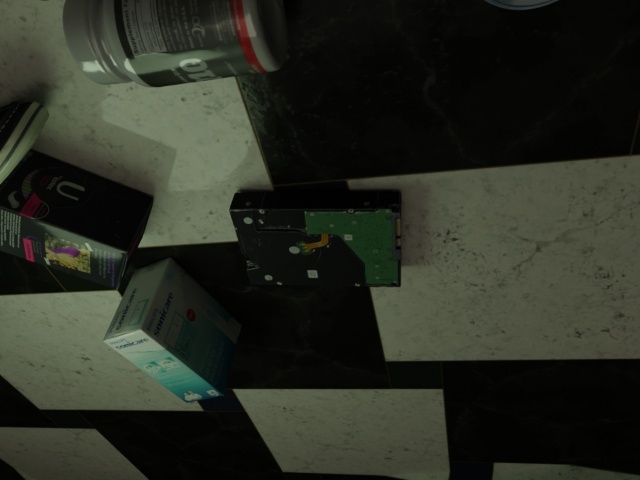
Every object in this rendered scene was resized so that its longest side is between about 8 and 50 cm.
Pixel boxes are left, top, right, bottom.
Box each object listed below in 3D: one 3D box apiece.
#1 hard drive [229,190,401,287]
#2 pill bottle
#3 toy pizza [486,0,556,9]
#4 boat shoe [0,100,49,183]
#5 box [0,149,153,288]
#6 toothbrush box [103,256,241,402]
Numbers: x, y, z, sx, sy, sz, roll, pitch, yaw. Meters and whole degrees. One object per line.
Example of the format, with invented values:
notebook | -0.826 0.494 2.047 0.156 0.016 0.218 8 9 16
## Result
hard drive | 0.000 0.000 1.144 0.339 0.064 0.236 0 136 10
pill bottle | -0.203 -0.309 0.786 0.283 0.161 0.161 -4 135 13
toy pizza | 0.278 -0.402 0.705 0.201 0.032 0.201 4 136 4
boat shoe | -0.705 -0.159 1.013 0.500 0.186 0.156 -12 139 27
box | -0.505 -0.041 1.109 0.270 0.165 0.143 21 135 -13
toothbrush box | -0.343 0.220 1.319 0.126 0.216 0.295 -19 129 25
